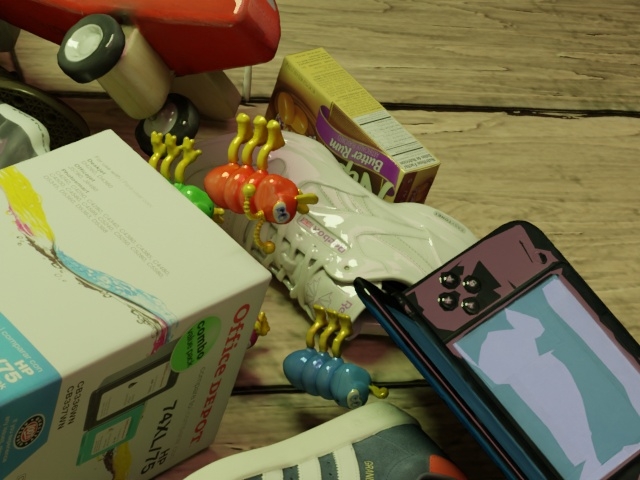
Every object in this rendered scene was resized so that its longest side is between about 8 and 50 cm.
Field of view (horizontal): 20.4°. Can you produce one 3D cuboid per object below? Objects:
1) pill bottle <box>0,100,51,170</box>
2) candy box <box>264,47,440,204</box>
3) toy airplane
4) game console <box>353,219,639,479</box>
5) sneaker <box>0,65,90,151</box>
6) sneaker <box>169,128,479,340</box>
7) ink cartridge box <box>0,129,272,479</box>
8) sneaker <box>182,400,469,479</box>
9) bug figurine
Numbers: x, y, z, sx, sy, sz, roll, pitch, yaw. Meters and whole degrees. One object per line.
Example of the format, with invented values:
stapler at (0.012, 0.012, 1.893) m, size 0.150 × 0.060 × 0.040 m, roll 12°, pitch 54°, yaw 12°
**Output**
pill bottle at (-0.320, -0.072, 1.515) m, size 0.245 × 0.130 × 0.130 m, roll 27°, pitch 38°, yaw 8°
candy box at (0.025, -0.085, 1.706) m, size 0.053 × 0.109 × 0.187 m, roll -17°, pitch 52°, yaw -38°
toy airplane at (-0.201, -0.262, 1.589) m, size 0.384 × 0.386 × 0.272 m, roll 36°, pitch 80°, yaw -3°
game console at (0.187, 0.113, 1.432) m, size 0.250 × 0.173 × 0.293 m, roll -32°, pitch 75°, yaw -26°
sneaker at (-0.295, -0.138, 1.657) m, size 0.188 × 0.066 × 0.071 m, roll 22°, pitch 35°, yaw 0°
sneaker at (0.000, 0.000, 1.586) m, size 0.305 × 0.114 × 0.152 m, roll 22°, pitch 40°, yaw 3°
ink cartridge box at (-0.214, 0.079, 1.325) m, size 0.197 × 0.198 × 0.270 m, roll 40°, pitch 43°, yaw 24°
sneaker at (-0.006, 0.230, 1.292) m, size 0.148 × 0.131 × 0.350 m, roll 38°, pitch 41°, yaw 28°
bug figurine at (-0.057, 0.028, 1.431) m, size 0.216 × 0.279 × 0.072 m, roll 14°, pitch 46°, yaw 42°
